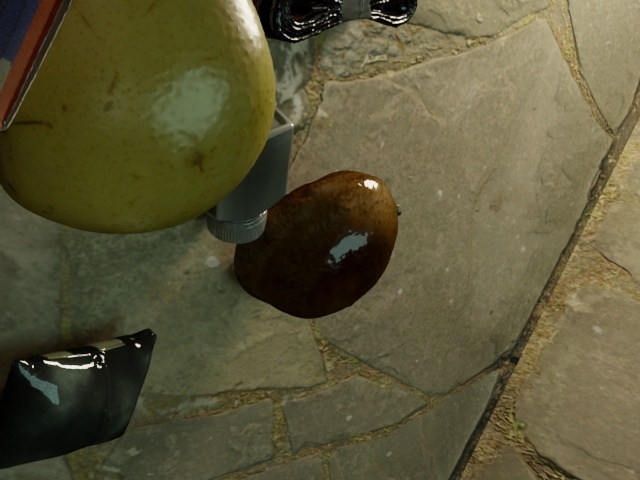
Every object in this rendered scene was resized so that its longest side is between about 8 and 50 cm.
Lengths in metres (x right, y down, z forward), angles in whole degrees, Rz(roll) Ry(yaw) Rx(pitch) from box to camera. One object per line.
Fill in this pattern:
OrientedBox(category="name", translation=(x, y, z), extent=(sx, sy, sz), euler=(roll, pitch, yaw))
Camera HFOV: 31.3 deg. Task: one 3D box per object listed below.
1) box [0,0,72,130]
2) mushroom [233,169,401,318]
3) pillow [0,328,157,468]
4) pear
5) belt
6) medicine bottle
OrientedBox(category="box", translation=(-0.361, -0.306, 0.862), extent=(0.257, 0.348, 0.318), euler=(17, 98, -59))
OrientedBox(category="mushroom", translation=(0.013, 0.003, 1.804), extent=(0.283, 0.195, 0.263), euler=(-39, 155, -37))
OrientedBox(category="pillow", translation=(-0.337, 0.217, 1.542), extent=(0.250, 0.106, 0.186), euler=(-10, 128, -51))
OrientedBox(category="pear", translation=(-0.208, -0.176, 1.209), extent=(0.348, 0.348, 0.348), euler=(-36, 140, -37))
OrientedBox(category="belt", translation=(0.021, -0.352, 1.644), extent=(0.359, 0.094, 0.126), euler=(-26, 135, -44))
OrientedBox(category="medicine bottle", translation=(-0.115, -0.092, 1.627), extent=(0.132, 0.088, 0.188), euler=(-24, 140, -31))
